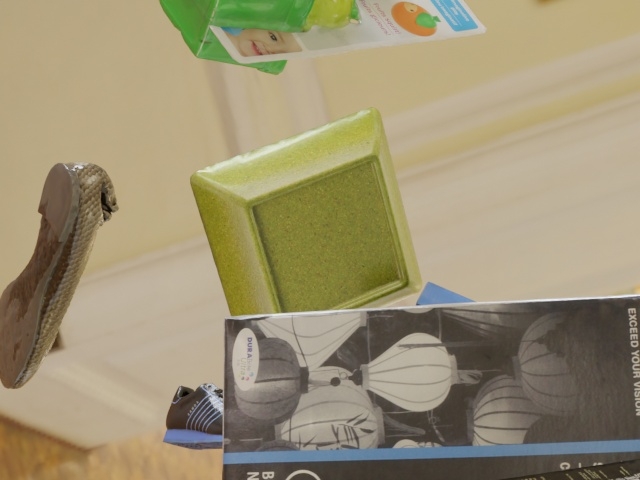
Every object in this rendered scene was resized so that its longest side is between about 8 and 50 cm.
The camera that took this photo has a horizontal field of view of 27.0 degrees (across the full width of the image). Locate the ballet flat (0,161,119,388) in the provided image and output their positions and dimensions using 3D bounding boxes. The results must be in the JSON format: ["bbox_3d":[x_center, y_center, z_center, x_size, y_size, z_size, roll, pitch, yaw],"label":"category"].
[{"bbox_3d":[-0.235,0.035,1.182,0.058,0.250,0.084,-1,39,-38],"label":"ballet flat"}]

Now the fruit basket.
[{"bbox_3d":[-0.024,-0.332,1.499,0.327,0.353,0.165,56,-34,28],"label":"fruit basket"}]

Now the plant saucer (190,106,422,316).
[{"bbox_3d":[0.000,0.000,1.189,0.045,0.188,0.188,31,-41,63],"label":"plant saucer"}]

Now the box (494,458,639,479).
[{"bbox_3d":[0.143,0.173,0.564,0.180,0.147,0.078,-135,-136,-60],"label":"box"}]

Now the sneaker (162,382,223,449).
[{"bbox_3d":[-0.133,0.244,1.854,0.081,0.232,0.090,24,69,-44],"label":"sneaker"}]

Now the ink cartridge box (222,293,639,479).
[{"bbox_3d":[0.110,0.117,0.743,0.065,0.332,0.165,54,33,-71],"label":"ink cartridge box"}]

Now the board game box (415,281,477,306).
[{"bbox_3d":[0.132,0.160,1.208,0.047,0.160,0.210,-54,165,-59],"label":"board game box"}]
